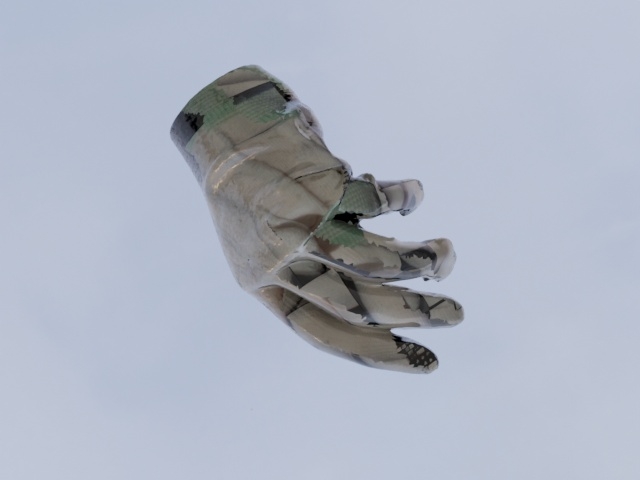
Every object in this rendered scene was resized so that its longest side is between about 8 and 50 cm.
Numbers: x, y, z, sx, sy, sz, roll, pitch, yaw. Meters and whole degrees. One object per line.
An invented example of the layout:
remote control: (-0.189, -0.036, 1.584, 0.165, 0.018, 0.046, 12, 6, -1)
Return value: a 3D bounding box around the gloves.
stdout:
gloves: (-0.003, 0.001, 0.673, 0.127, 0.111, 0.212, -40, -100, 30)
